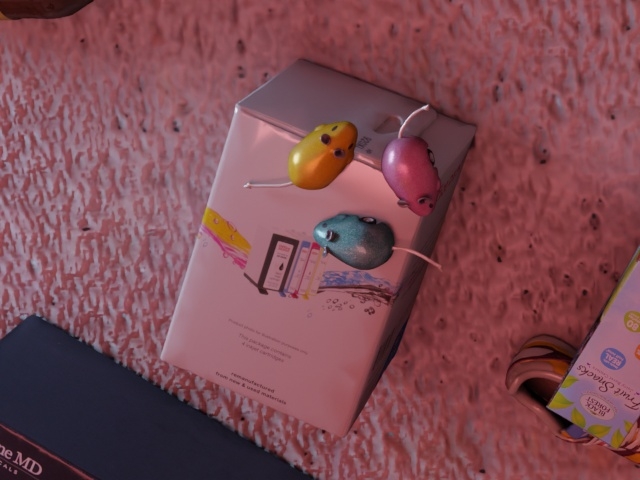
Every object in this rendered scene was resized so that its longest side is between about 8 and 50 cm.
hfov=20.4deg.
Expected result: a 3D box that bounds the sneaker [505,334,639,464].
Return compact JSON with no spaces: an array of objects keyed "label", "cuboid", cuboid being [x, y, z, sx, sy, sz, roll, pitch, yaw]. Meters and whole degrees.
[{"label":"sneaker","cuboid":[0.237,0.150,1.470,0.185,0.084,0.069,26,115,8]}]

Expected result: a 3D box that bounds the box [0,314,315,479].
[{"label":"box","cuboid":[-0.209,0.300,1.621,0.343,0.179,0.312,30,117,5]}]

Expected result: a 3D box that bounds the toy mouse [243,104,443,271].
[{"label":"toy mouse","cuboid":[0.040,-0.026,1.308,0.161,0.031,0.143,-37,95,25]}]

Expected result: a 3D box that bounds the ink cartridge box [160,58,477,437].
[{"label":"ink cartridge box","cuboid":[0.000,0.000,1.444,0.168,0.171,0.233,23,114,9]}]

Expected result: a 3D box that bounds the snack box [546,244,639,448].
[{"label":"snack box","cuboid":[0.267,0.035,1.367,0.070,0.174,0.207,32,117,8]}]

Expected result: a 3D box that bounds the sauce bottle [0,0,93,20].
[{"label":"sauce bottle","cuboid":[-0.265,-0.236,1.479,0.344,0.111,0.111,4,111,16]}]
